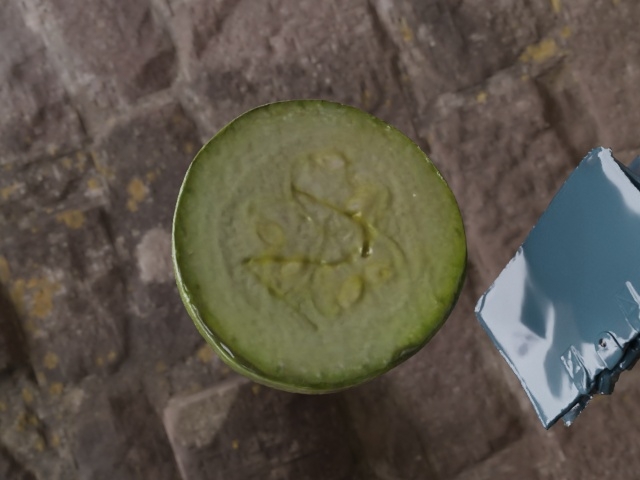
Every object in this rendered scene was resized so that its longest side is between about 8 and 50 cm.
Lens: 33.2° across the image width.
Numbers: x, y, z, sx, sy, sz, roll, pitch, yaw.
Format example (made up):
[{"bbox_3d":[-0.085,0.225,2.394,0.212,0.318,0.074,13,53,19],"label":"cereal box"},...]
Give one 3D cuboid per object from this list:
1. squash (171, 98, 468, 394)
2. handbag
[{"bbox_3d":[0.000,0.000,0.902,0.049,0.252,0.252,129,122,-75],"label":"squash"},{"bbox_3d":[0.222,0.042,0.881,0.221,0.057,0.144,-60,39,41],"label":"handbag"}]
